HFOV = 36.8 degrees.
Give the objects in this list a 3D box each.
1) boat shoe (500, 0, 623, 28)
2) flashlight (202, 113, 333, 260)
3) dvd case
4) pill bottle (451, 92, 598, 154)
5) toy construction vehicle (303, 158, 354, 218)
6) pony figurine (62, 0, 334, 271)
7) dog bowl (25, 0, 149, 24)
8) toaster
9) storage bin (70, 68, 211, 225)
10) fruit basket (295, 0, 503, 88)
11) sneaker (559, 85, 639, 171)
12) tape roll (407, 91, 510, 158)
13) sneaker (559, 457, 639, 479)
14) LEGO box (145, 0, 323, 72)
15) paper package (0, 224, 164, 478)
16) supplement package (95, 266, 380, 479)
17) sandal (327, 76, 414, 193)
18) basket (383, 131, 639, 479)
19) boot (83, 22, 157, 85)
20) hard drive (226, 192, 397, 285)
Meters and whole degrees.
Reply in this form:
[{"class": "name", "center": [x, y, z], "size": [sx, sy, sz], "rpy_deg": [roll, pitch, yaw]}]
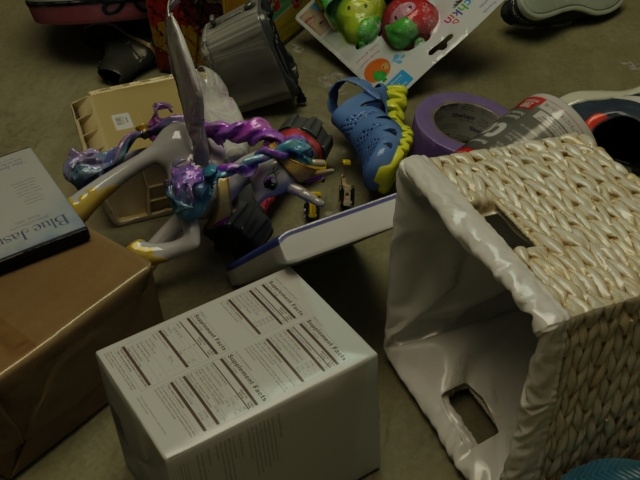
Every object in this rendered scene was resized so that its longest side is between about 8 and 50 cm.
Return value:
[{"class": "boat shoe", "center": [0.521, -0.521, 2.069], "size": [0.302, 0.114, 0.091], "rpy_deg": [-10, -2, -27]}, {"class": "flashlight", "center": [-0.075, -0.088, 1.590], "size": [0.103, 0.103, 0.304], "rpy_deg": [-13, 34, 34]}, {"class": "dvd case", "center": [-0.451, -0.040, 1.347], "size": [0.180, 0.022, 0.253], "rpy_deg": [-23, 43, -22]}, {"class": "pill bottle", "center": [0.270, -0.085, 1.465], "size": [0.283, 0.161, 0.161], "rpy_deg": [-37, 47, -16]}, {"class": "toy construction vehicle", "center": [0.011, -0.085, 1.589], "size": [0.085, 0.098, 0.035], "rpy_deg": [-2, 4, -12]}, {"class": "pony figurine", "center": [-0.199, -0.129, 1.427], "size": [0.363, 0.303, 0.351], "rpy_deg": [-29, 73, 5]}, {"class": "dog bowl", "center": [-0.461, -0.563, 2.090], "size": [0.408, 0.150, 0.408], "rpy_deg": [-4, 19, 1]}, {"class": "toaster", "center": [-0.132, -0.340, 1.832], "size": [0.146, 0.227, 0.129], "rpy_deg": [-18, 36, 10]}, {"class": "storage bin", "center": [-0.281, -0.169, 1.682], "size": [0.260, 0.123, 0.262], "rpy_deg": [-15, 40, -13]}, {"class": "fruit basket", "center": [0.152, -0.480, 1.941], "size": [0.327, 0.165, 0.353], "rpy_deg": [-42, 50, 2]}, {"class": "sneaker", "center": [0.576, -0.197, 1.652], "size": [0.350, 0.131, 0.148], "rpy_deg": [-15, 46, -4]}, {"class": "tape roll", "center": [0.246, -0.169, 1.641], "size": [0.189, 0.080, 0.189], "rpy_deg": [6, 42, -5]}, {"class": "sneaker", "center": [0.369, 0.294, 1.065], "size": [0.228, 0.092, 0.087], "rpy_deg": [-4, 39, -3]}, {"class": "LEGO box", "center": [-0.150, -0.611, 2.025], "size": [0.193, 0.372, 0.500], "rpy_deg": [17, 42, 25]}, {"class": "paper package", "center": [-0.422, 0.109, 1.309], "size": [0.325, 0.168, 0.309], "rpy_deg": [25, 48, 31]}, {"class": "supplement package", "center": [-0.091, 0.202, 1.136], "size": [0.262, 0.199, 0.198], "rpy_deg": [-24, 42, -23]}, {"class": "sandal", "center": [0.078, -0.189, 1.653], "size": [0.138, 0.126, 0.317], "rpy_deg": [20, 28, -13]}, {"class": "basket", "center": [0.262, 0.092, 1.155], "size": [0.266, 0.331, 0.328], "rpy_deg": [-12, 39, -19]}, {"class": "boot", "center": [-0.451, -0.392, 2.021], "size": [0.198, 0.077, 0.137], "rpy_deg": [17, 48, 26]}, {"class": "hard drive", "center": [0.000, 0.000, 1.345], "size": [0.210, 0.040, 0.318], "rpy_deg": [-20, -2, -19]}]
